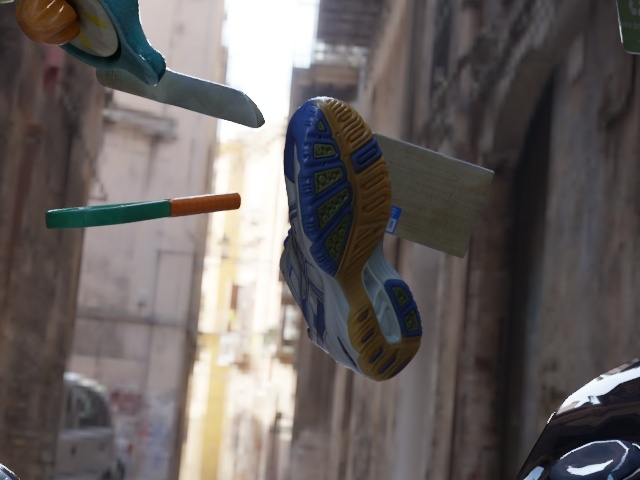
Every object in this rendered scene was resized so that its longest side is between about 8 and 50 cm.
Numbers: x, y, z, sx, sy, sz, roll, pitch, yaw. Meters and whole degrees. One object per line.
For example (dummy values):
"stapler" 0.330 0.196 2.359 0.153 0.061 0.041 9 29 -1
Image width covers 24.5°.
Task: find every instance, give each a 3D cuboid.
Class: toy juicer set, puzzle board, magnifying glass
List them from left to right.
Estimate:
"toy juicer set" -0.211 -0.185 1.145 0.329 0.089 0.209 49 -24 -23
"magnifying glass" -0.192 -0.034 1.620 0.231 0.026 0.092 -5 4 -34
"puzzle board" 0.096 -0.045 1.451 0.128 0.096 0.011 19 25 3

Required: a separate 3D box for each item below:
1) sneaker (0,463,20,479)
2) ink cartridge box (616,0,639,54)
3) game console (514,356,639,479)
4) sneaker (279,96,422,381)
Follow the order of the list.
"sneaker" -0.223 0.239 1.194 0.166 0.065 0.076 42 16 20
"ink cartridge box" 0.169 -0.192 0.483 0.171 0.235 0.056 -17 17 -18
"game console" 0.228 0.092 0.503 0.387 0.060 0.342 -15 9 29
"sneaker" 0.000 0.000 1.417 0.112 0.296 0.131 -30 30 -33
